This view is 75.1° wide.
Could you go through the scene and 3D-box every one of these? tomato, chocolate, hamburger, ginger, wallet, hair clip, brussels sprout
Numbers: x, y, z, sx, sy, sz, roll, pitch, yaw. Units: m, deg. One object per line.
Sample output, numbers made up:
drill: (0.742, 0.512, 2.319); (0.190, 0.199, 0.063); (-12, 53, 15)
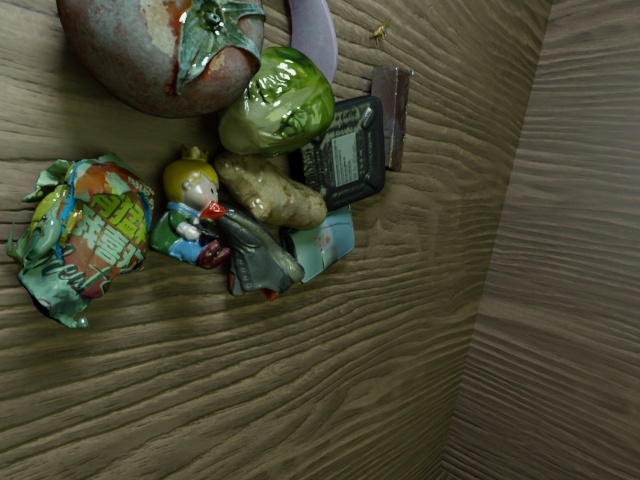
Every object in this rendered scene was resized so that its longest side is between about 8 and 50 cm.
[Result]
tomato: (-0.242, -0.358, 0.671); (0.316, 0.282, 0.317); (-24, 122, -45)
chocolate: (0.201, -0.376, 1.276); (0.112, 0.112, 0.321); (-12, 109, -62)
hamburger: (-0.421, -0.010, 0.711); (0.276, 0.150, 0.260); (-60, 162, -51)
ginger: (-0.108, -0.108, 1.013); (0.126, 0.190, 0.354); (-38, 144, 25)
wallet: (0.000, 0.000, 1.231); (0.250, 0.075, 0.176); (-32, 125, -38)
hair clip: (-0.030, -0.511, 0.998); (0.110, 0.095, 0.359); (-14, 108, -12)
brussels sprout: (-0.102, -0.289, 0.896); (0.219, 0.210, 0.271); (54, 50, -17)

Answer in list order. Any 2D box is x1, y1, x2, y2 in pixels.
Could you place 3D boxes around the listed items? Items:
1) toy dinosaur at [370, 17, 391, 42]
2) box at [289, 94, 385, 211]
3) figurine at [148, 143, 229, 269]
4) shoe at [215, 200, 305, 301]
toy dinosaur: (0.190, -0.637, 1.265); (0.113, 0.026, 0.041); (-42, 115, -20)
box: (0.056, -0.230, 1.149); (0.289, 0.073, 0.290); (-21, 122, -23)
figurine: (-0.246, -0.070, 0.839); (0.127, 0.185, 0.234); (40, 68, -58)
shoe: (-0.183, 0.049, 1.016); (0.171, 0.132, 0.336); (-50, 136, -9)
